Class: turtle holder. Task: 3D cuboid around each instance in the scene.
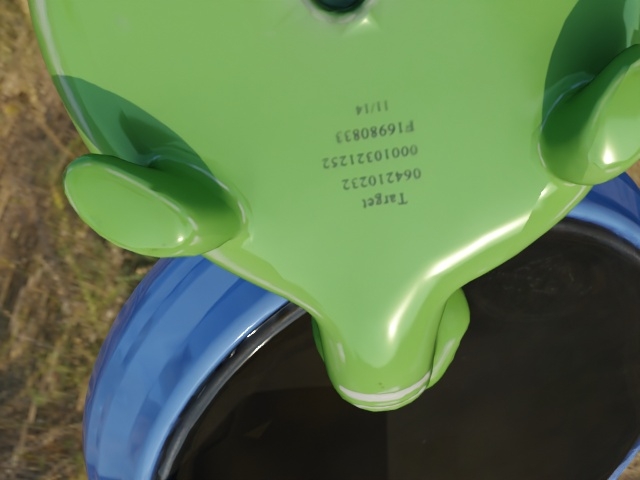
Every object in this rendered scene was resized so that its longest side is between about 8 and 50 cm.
[{"bbox_3d":[0.028,-0.095,0.585,0.243,0.227,0.320,-33,106,13],"label":"turtle holder"}]

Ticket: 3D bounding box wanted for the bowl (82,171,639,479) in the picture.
[{"bbox_3d":[0.051,0.103,0.874,0.391,0.391,0.077,-40,46,9],"label":"bowl"}]
